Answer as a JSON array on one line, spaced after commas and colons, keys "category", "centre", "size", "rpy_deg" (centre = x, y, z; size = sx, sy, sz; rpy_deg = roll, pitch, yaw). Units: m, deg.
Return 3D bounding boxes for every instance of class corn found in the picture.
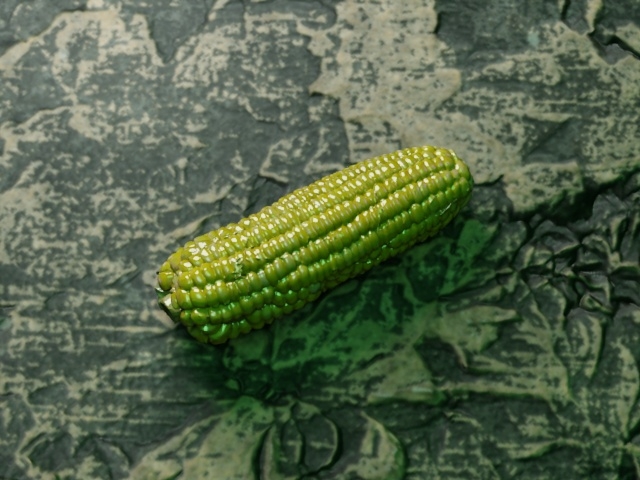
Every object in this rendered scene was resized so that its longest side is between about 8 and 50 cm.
[{"category": "corn", "centre": [0.000, 0.000, 1.444], "size": [0.292, 0.101, 0.101], "rpy_deg": [-24, 73, -15]}]
